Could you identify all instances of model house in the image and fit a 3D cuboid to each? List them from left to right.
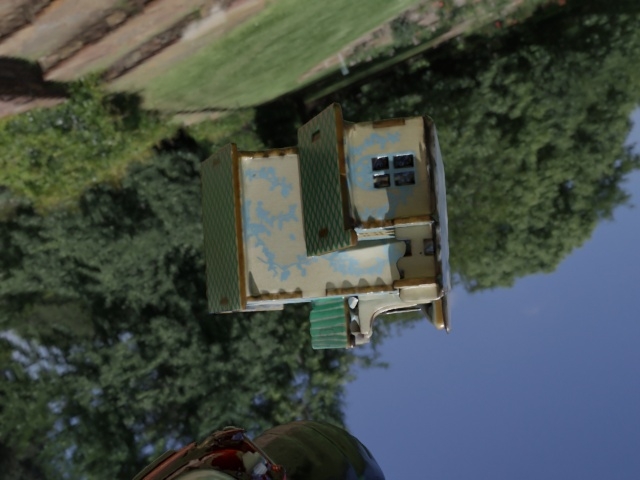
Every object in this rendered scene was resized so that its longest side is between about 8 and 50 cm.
[{"bbox_3d":[0.000,0.000,0.690,0.206,0.178,0.271,-3,178,9],"label":"model house"}]

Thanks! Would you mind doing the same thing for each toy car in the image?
[{"bbox_3d":[-0.084,0.202,0.601,0.139,0.112,0.112,-46,-178,-19],"label":"toy car"}]

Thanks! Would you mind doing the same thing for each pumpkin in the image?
[{"bbox_3d":[-0.056,0.324,1.038,0.248,0.248,0.248,-24,-173,3],"label":"pumpkin"}]
